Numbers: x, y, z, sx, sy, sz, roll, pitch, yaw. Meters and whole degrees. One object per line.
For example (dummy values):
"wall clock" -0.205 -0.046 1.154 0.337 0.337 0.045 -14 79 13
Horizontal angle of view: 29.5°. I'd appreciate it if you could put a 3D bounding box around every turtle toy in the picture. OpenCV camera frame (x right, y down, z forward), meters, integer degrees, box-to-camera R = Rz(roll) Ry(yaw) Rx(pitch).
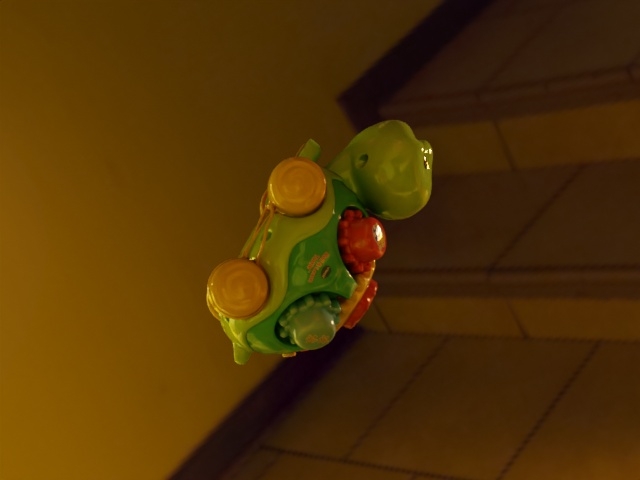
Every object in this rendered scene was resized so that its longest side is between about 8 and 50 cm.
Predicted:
"turtle toy" 0.000 0.000 0.537 0.130 0.066 0.095 -59 2 -7
